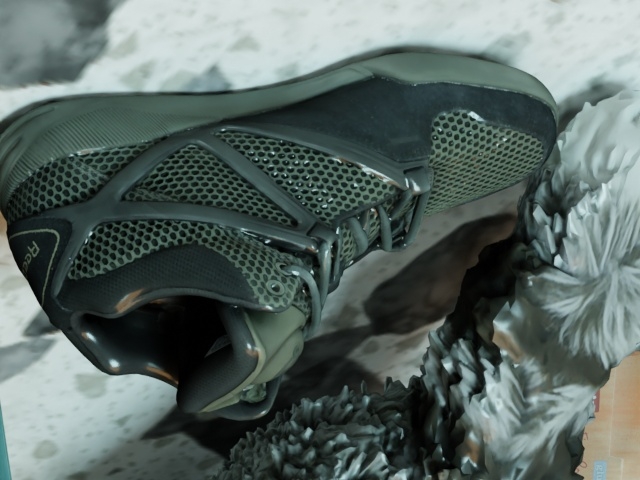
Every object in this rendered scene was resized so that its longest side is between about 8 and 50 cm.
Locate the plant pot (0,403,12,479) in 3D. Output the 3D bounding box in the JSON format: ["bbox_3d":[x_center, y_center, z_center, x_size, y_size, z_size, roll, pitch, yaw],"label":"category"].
[{"bbox_3d":[-0.244,0.066,0.529,0.234,0.165,0.165,-18,145,1],"label":"plant pot"}]

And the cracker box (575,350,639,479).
[{"bbox_3d":[0.181,0.177,0.872,0.067,0.155,0.232,-3,151,25],"label":"cracker box"}]

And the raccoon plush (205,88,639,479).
[{"bbox_3d":[-0.003,0.125,0.784,0.216,0.299,0.446,43,78,-37],"label":"raccoon plush"}]

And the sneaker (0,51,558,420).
[{"bbox_3d":[0.000,0.000,0.599,0.227,0.130,0.087,-9,145,-21],"label":"sneaker"}]
